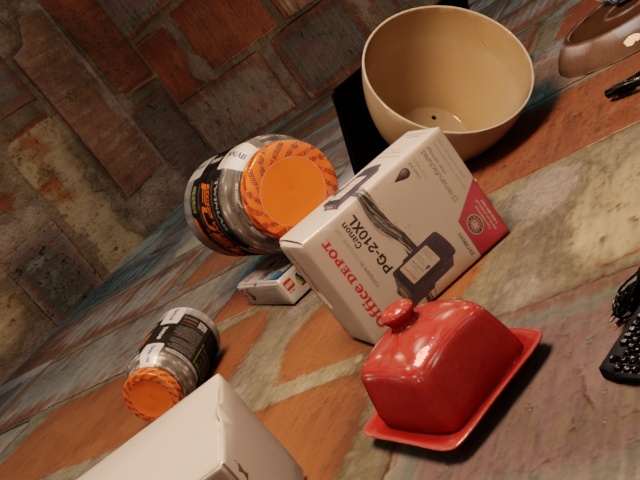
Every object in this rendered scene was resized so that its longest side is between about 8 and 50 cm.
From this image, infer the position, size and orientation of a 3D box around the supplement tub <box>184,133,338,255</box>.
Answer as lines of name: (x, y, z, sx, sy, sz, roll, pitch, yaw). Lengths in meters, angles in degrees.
supplement tub: (-0.109, -0.076, 1.488, 0.207, 0.207, 0.338, -42, 13, -19)

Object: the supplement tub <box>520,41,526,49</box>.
supplement tub: (0.391, -0.372, 1.728, 0.071, 0.071, 0.107, -29, 17, 30)

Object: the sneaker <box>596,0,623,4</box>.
sneaker: (0.532, -0.454, 1.498, 0.058, 0.052, 0.135, -45, 16, -14)

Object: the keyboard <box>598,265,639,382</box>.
keyboard: (0.293, 0.045, 0.715, 0.192, 0.038, 0.100, -44, 16, -30)

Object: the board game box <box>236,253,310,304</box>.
board game box: (0.000, 0.000, 1.519, 0.305, 0.053, 0.193, -43, 15, -22)

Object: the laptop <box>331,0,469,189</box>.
laptop: (0.129, -0.284, 1.739, 0.382, 0.236, 0.408, -42, 15, -21)

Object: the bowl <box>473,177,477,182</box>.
bowl: (0.161, -0.037, 1.225, 0.142, 0.053, 0.142, -42, 25, -17)

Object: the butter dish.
butter dish: (0.103, 0.108, 0.804, 0.160, 0.118, 0.160, -44, 16, -26)

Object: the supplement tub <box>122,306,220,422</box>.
supplement tub: (-0.239, 0.199, 1.334, 0.117, 0.117, 0.190, -31, 15, 22)

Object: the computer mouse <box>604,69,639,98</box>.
computer mouse: (0.489, -0.234, 1.145, 0.071, 0.041, 0.242, -34, 5, -24)

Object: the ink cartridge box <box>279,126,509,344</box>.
ink cartridge box: (0.094, -0.006, 1.069, 0.237, 0.172, 0.100, -41, 15, -13)

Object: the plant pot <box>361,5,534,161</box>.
plant pot: (0.204, -0.237, 1.439, 0.284, 0.284, 0.191, -44, -20, -25)

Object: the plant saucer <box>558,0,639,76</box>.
plant saucer: (0.555, -0.403, 1.483, 0.311, 0.050, 0.310, -35, 15, 11)

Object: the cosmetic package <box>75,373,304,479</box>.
cosmetic package: (-0.193, 0.315, 0.779, 0.365, 0.155, 0.197, -35, 15, 4)
